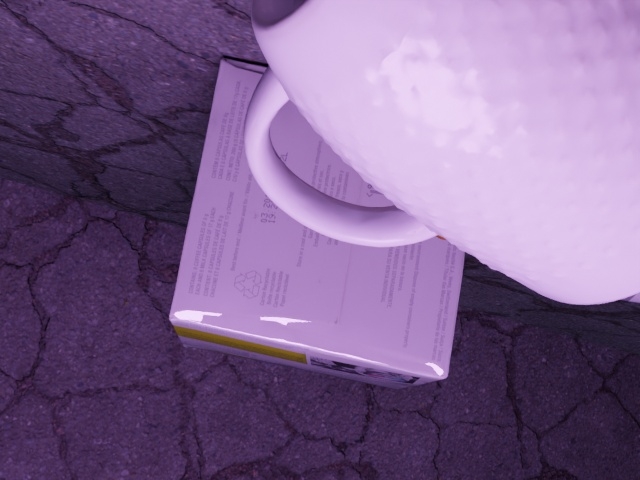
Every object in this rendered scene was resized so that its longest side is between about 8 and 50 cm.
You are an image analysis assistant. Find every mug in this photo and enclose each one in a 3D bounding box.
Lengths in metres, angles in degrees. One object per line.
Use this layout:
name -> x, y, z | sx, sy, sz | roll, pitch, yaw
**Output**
mug -> 0.097, -0.118, 0.734 | 0.328, 0.276, 0.374 | 29, 134, -27

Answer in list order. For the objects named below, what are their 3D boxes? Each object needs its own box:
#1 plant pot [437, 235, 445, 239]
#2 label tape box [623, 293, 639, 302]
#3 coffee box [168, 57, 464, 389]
plant pot -> 0.106, -0.134, 0.982 | 0.187, 0.205, 0.205 | 31, 163, -13
label tape box -> 0.397, -0.056, 0.893 | 0.347, 0.249, 0.115 | 9, 167, 8
coffee box -> 0.000, 0.000, 1.278 | 0.338, 0.338, 0.334 | 11, 168, -3
